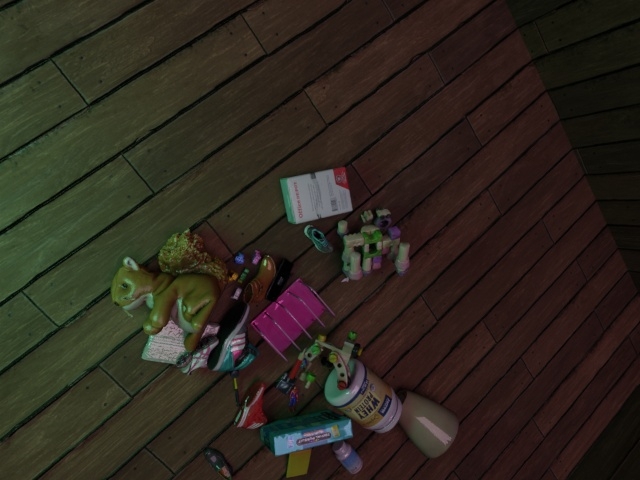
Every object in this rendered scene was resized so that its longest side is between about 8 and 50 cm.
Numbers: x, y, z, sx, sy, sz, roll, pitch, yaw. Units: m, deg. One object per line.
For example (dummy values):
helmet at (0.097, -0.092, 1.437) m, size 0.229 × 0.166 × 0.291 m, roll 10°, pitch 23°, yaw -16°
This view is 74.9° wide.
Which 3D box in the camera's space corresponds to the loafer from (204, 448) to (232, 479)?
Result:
loafer at (-0.427, 0.950, 1.771) m, size 0.062 × 0.061 × 0.170 m, roll -42°, pitch 107°, yaw -13°

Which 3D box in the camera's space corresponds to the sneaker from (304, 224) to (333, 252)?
sneaker at (0.000, 0.000, 1.854) m, size 0.166 × 0.076 × 0.065 m, roll 41°, pitch 80°, yaw -20°

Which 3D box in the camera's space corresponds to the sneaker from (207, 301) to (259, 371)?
sneaker at (-0.322, 0.409, 1.718) m, size 0.178 × 0.124 × 0.295 m, roll 30°, pitch 85°, yaw -40°

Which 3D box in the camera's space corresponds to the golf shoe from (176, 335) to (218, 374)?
golf shoe at (-0.475, 0.454, 1.659) m, size 0.186 × 0.067 × 0.086 m, roll -38°, pitch 117°, yaw -7°

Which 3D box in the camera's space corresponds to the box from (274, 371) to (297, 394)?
box at (-0.155, 0.641, 1.878) m, size 0.067 × 0.018 × 0.083 m, roll 41°, pitch 80°, yaw -20°

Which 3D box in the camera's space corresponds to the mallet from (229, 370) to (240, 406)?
mallet at (-0.357, 0.623, 1.771) m, size 0.039 × 0.062 × 0.189 m, roll -9°, pitch 98°, yaw -20°

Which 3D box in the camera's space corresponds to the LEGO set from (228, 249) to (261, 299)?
LEGO set at (-0.331, 0.133, 1.722) m, size 0.087 × 0.093 × 0.227 m, roll 29°, pitch 84°, yaw -22°

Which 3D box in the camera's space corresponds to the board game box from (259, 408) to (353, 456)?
board game box at (-0.068, 0.818, 1.796) m, size 0.336 × 0.254 × 0.079 m, roll -3°, pitch 79°, yaw -22°

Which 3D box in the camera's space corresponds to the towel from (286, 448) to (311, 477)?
towel at (-0.097, 0.979, 1.891) m, size 0.102 × 0.021 × 0.237 m, roll 0°, pitch 115°, yaw -17°

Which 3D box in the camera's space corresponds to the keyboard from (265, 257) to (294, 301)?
keyboard at (-0.180, 0.174, 1.807) m, size 0.100 × 0.038 × 0.192 m, roll 43°, pitch 69°, yaw -49°

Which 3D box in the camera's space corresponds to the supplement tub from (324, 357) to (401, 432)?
supplement tub at (0.199, 0.715, 1.916) m, size 0.316 × 0.228 × 0.228 m, roll 42°, pitch 79°, yaw -20°

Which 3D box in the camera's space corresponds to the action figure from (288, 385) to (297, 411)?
action figure at (-0.123, 0.717, 1.894) m, size 0.038 × 0.030 × 0.115 m, roll 8°, pitch 90°, yaw -18°

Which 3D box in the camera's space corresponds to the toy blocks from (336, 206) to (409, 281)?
toy blocks at (0.226, 0.058, 1.905) m, size 0.289 × 0.308 × 0.260 m, roll -11°, pitch 132°, yaw -9°

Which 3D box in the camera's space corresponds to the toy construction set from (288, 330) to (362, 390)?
toy construction set at (0.028, 0.464, 1.732) m, size 0.309 × 0.258 × 0.237 m, roll 12°, pitch 106°, yaw -53°

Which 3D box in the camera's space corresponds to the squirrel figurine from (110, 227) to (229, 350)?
squirrel figurine at (-0.559, 0.161, 1.572) m, size 0.371 × 0.281 × 0.396 m, roll 25°, pitch 60°, yaw -7°

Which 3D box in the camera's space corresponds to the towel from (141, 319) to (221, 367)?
towel at (-0.549, 0.405, 1.683) m, size 0.283 × 0.049 × 0.187 m, roll 17°, pitch 86°, yaw -23°

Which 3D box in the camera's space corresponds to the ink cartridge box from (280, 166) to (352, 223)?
ink cartridge box at (-0.019, -0.197, 1.809) m, size 0.273 × 0.114 × 0.196 m, roll -14°, pitch 101°, yaw -21°

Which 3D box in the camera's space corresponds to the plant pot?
plant pot at (0.487, 0.868, 2.056) m, size 0.274 × 0.256 × 0.256 m, roll 41°, pitch 79°, yaw -4°

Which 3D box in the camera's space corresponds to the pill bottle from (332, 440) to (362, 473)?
pill bottle at (0.126, 1.023, 1.988) m, size 0.087 × 0.087 × 0.160 m, roll -39°, pitch 107°, yaw -15°

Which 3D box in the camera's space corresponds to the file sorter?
file sorter at (-0.111, 0.341, 1.781) m, size 0.291 × 0.182 × 0.202 m, roll -43°, pitch 108°, yaw -13°

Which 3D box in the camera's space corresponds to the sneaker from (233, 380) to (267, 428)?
sneaker at (-0.272, 0.717, 1.815) m, size 0.128 × 0.087 × 0.221 m, roll 30°, pitch 95°, yaw -30°

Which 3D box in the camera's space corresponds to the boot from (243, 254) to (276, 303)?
boot at (-0.253, 0.163, 1.725) m, size 0.152 × 0.073 × 0.196 m, roll -9°, pitch 104°, yaw -65°
